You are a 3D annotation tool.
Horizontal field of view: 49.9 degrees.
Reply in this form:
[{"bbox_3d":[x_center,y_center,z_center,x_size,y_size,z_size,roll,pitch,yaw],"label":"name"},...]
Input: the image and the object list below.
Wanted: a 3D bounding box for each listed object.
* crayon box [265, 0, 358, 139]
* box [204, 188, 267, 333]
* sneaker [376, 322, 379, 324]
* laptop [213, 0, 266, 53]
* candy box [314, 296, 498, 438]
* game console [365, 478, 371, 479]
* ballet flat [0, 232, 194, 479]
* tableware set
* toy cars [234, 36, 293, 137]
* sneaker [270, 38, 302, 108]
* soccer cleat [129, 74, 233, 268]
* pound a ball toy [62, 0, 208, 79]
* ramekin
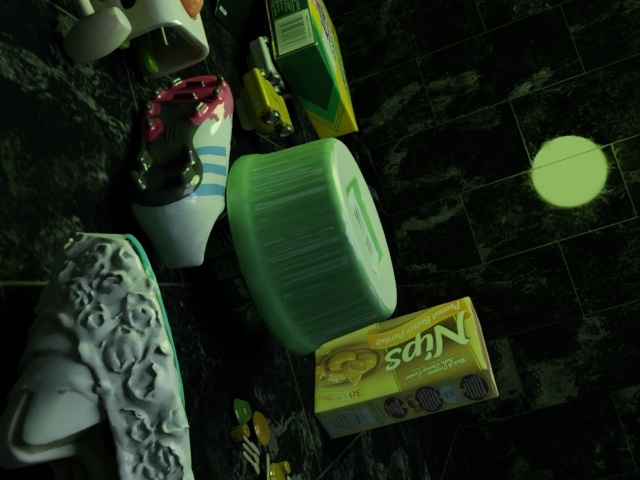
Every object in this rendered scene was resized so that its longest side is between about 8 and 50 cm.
[{"bbox_3d":[-0.026,-0.474,1.644,0.313,0.106,0.362,53,24,-56],"label":"crayon box"},{"bbox_3d":[-0.105,0.021,1.040,0.147,0.078,0.180,-83,151,-62],"label":"box"},{"bbox_3d":[0.056,0.165,1.487,0.146,0.122,0.330,42,29,-31],"label":"sneaker"},{"bbox_3d":[-0.221,-0.583,1.537,0.264,0.136,0.234,48,6,16],"label":"laptop"},{"bbox_3d":[0.148,0.234,1.268,0.182,0.317,0.087,-90,158,-52],"label":"candy box"},{"bbox_3d":[0.183,0.560,1.128,0.173,0.250,0.293,-59,141,-26],"label":"game console"},{"bbox_3d":[-0.161,0.181,0.500,0.147,0.147,0.408,24,48,-73],"label":"ballet flat"},{"bbox_3d":[-0.080,0.283,0.919,0.104,0.024,0.154,-98,163,-49],"label":"tableware set"},{"bbox_3d":[-0.123,-0.312,1.426,0.393,0.087,0.176,-94,162,-58],"label":"toy cars"},{"bbox_3d":[-0.077,-0.450,1.833,0.225,0.088,0.093,64,22,-3],"label":"sneaker"},{"bbox_3d":[-0.175,-0.097,0.893,0.331,0.116,0.143,-88,172,-52],"label":"soccer cleat"},{"bbox_3d":[-0.239,-0.357,0.873,0.208,0.136,0.319,26,46,-73],"label":"pound a ball toy"},{"bbox_3d":[0.000,0.000,0.994,0.303,0.148,0.303,-18,90,-76],"label":"ramekin"}]
